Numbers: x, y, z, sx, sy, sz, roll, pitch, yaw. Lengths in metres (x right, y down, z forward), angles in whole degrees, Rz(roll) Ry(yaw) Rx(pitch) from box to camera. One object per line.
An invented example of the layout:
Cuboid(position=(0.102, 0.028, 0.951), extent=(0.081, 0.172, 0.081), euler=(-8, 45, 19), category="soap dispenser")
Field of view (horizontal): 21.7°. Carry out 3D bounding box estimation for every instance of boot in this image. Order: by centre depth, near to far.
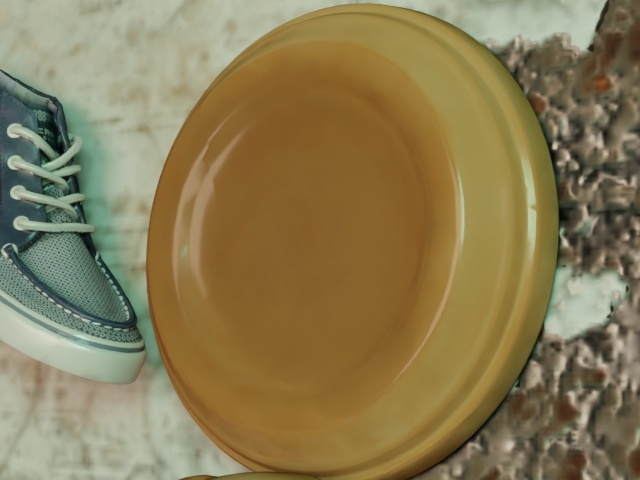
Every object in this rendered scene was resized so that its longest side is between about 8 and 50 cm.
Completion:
Cuboid(position=(-0.132, -0.015, 0.750), extent=(0.190, 0.069, 0.086), euler=(35, 106, 38), category="boot")

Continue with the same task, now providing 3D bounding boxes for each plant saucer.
Cuboid(position=(0.000, 0.000, 0.668), extent=(0.200, 0.037, 0.200), euler=(-7, 79, 36), category="plant saucer")

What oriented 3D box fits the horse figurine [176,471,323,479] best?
Cuboid(position=(0.003, 0.154, 0.623), extent=(0.263, 0.066, 0.174), euler=(18, 99, 36), category="horse figurine")
